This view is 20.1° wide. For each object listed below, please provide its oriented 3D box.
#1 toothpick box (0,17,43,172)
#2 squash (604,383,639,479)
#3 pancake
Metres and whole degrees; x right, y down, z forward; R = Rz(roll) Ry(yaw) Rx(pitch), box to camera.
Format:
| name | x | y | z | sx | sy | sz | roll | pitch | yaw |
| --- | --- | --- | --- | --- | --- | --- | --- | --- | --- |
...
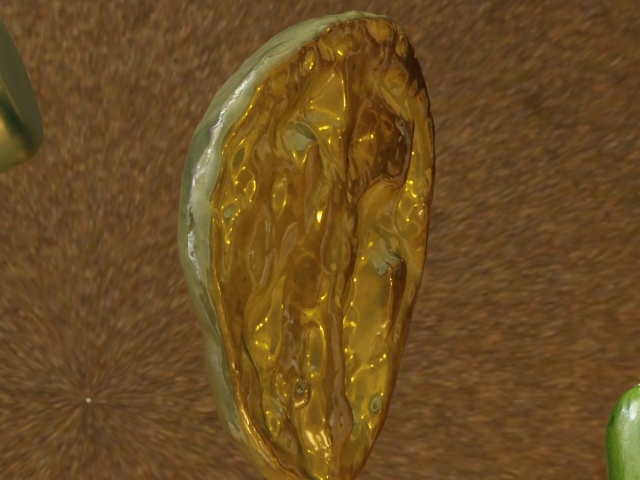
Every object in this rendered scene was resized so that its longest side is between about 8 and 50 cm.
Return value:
| name | x | y | z | sx | sy | sz | roll | pitch | yaw |
| --- | --- | --- | --- | --- | --- | --- | --- | --- | --- |
| toothpick box | -0.271 | -0.073 | 1.093 | 0.184 | 0.120 | 0.120 | -23 | 88 | 3 |
| squash | 0.320 | 0.311 | 1.655 | 0.101 | 0.101 | 0.379 | 1 | 62 | -7 |
| pancake | 0.000 | 0.000 | 1.069 | 0.049 | 0.294 | 0.295 | 4 | 83 | 28 |
